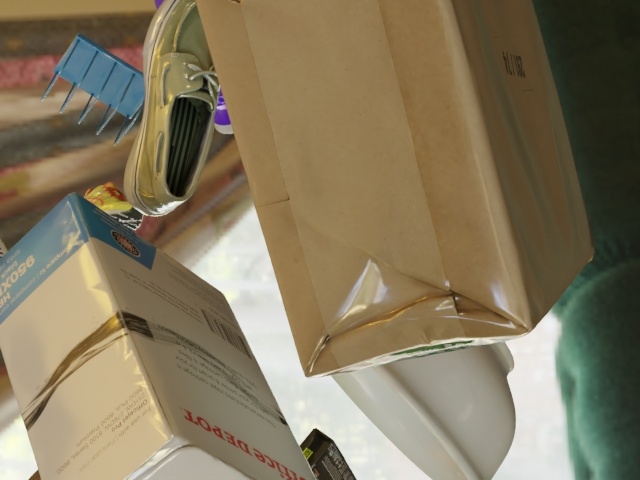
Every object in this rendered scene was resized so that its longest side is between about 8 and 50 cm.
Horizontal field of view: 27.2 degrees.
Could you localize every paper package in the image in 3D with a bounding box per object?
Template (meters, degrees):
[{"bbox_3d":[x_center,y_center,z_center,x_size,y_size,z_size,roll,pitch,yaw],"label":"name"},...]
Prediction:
[{"bbox_3d":[0.076,-0.084,0.994,0.325,0.168,0.309,-24,-82,-69],"label":"paper package"}]

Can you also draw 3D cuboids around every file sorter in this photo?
[{"bbox_3d":[-0.413,-0.273,2.449,0.118,0.170,0.104,-41,24,46],"label":"file sorter"}]

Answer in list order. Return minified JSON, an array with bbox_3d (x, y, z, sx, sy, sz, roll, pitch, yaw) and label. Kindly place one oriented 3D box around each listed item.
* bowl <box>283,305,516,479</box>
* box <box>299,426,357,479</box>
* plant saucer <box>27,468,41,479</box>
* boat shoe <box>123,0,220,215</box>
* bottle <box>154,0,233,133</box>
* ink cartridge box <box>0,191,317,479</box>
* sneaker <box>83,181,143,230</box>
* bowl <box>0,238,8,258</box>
[{"bbox_3d":[0.107,0.127,1.386,0.298,0.134,0.298,46,170,10],"label":"bowl"},{"bbox_3d":[-0.029,0.382,1.893,0.184,0.045,0.190,-48,-32,-14],"label":"box"},{"bbox_3d":[-0.332,0.445,1.704,0.311,0.050,0.310,22,118,49],"label":"plant saucer"},{"bbox_3d":[-0.163,-0.175,1.637,0.094,0.109,0.302,-5,72,50],"label":"boat shoe"},{"bbox_3d":[-0.177,-0.302,2.138,0.092,0.118,0.282,45,158,46],"label":"bottle"},{"bbox_3d":[-0.181,0.175,1.446,0.285,0.166,0.395,39,-166,-44],"label":"ink cartridge box"},{"bbox_3d":[-0.410,-0.072,2.571,0.081,0.209,0.094,28,-108,-39],"label":"sneaker"},{"bbox_3d":[-0.563,0.055,2.027,0.080,0.170,0.170,22,-118,-58],"label":"bowl"}]
